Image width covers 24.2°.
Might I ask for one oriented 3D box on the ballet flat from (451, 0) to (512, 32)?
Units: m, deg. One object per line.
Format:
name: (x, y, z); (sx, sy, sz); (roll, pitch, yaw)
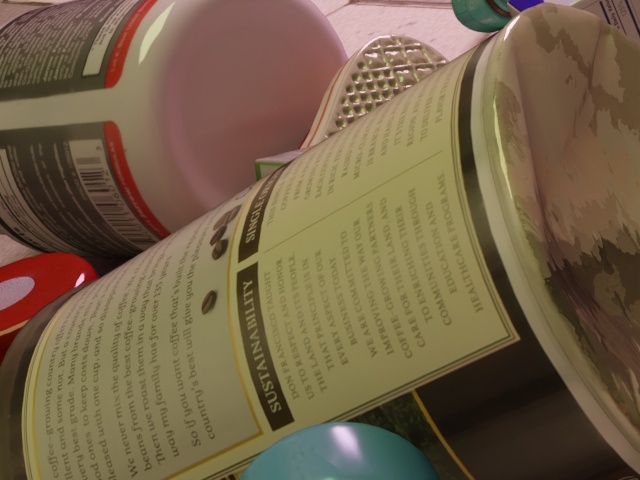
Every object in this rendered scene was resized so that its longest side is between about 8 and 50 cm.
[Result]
ballet flat: (0.197, -0.258, 1.286); (0.247, 0.083, 0.087); (-40, 12, -27)

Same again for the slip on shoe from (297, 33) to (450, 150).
slip on shoe: (0.000, 0.000, 0.973); (0.331, 0.123, 0.101); (-61, 0, -39)

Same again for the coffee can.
coffee can: (0.027, 0.057, 0.610); (0.275, 0.201, 0.201); (-30, 19, 34)

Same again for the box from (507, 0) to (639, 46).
box: (0.207, -0.125, 0.942); (0.137, 0.126, 0.072); (-29, 25, 0)

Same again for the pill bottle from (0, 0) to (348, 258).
pill bottle: (-0.160, -0.090, 1.177); (0.363, 0.210, 0.210); (1, 38, 49)

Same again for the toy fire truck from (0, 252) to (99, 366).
toy fire truck: (-0.190, 0.149, 0.750); (0.302, 0.169, 0.254); (-18, 25, 5)

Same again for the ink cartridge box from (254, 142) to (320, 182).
ink cartridge box: (0.079, -0.040, 0.889); (0.209, 0.062, 0.109); (-16, 13, -27)

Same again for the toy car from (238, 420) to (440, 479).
toy car: (-0.014, 0.221, 0.432); (0.238, 0.210, 0.219); (-37, 26, 12)
